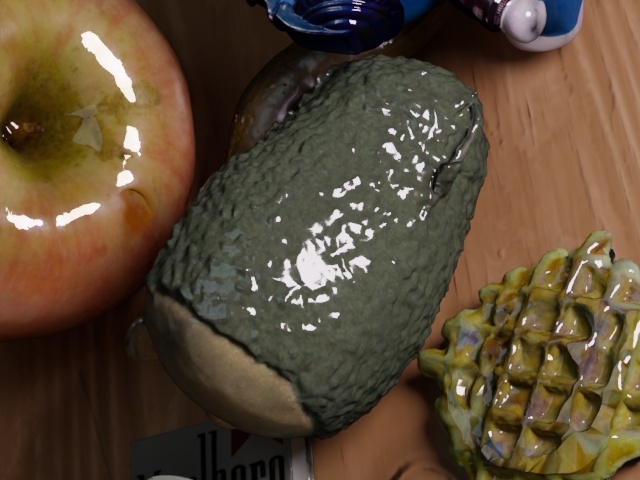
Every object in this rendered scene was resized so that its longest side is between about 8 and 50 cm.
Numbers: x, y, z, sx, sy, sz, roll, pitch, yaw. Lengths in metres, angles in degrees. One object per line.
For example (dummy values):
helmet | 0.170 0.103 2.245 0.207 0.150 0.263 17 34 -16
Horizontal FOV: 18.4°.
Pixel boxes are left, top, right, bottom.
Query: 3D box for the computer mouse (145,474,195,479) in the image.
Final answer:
computer mouse | -0.111 0.276 1.687 0.089 0.056 0.181 5 110 23

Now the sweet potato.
sweet potato | 0.020 -0.148 1.807 0.286 0.085 0.112 -38 72 2

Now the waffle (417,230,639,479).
waffle | 0.185 0.104 1.583 0.223 0.054 0.204 -35 53 20

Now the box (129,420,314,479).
box | -0.089 0.215 1.741 0.177 0.036 0.115 -17 63 29

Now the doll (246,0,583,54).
doll | 0.067 -0.285 1.666 0.310 0.240 0.284 8 71 19

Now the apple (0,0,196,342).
apple | -0.325 -0.086 1.829 0.346 0.391 0.391 -15 59 55

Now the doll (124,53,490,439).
doll | 0.000 0.000 1.658 0.247 0.247 0.349 26 76 40
